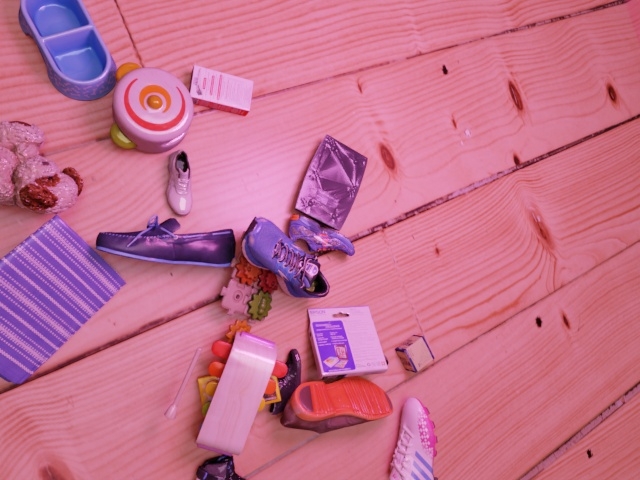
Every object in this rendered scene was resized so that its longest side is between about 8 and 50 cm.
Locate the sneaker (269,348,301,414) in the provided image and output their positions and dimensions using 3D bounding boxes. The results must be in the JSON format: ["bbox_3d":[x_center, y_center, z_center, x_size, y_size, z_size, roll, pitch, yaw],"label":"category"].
[{"bbox_3d":[-0.101,0.391,1.323,0.089,0.051,0.170,-1,88,-26],"label":"sneaker"}]

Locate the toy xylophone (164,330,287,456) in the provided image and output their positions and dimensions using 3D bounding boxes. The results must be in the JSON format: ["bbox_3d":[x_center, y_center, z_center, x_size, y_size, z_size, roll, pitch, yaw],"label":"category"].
[{"bbox_3d":[-0.239,0.382,1.203,0.236,0.081,0.322,30,86,-9],"label":"toy xylophone"}]

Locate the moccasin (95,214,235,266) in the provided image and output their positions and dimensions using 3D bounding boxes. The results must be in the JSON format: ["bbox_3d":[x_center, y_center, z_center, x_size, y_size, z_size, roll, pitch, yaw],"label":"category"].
[{"bbox_3d":[-0.385,-0.004,1.215,0.342,0.138,0.116,7,91,-35],"label":"moccasin"}]

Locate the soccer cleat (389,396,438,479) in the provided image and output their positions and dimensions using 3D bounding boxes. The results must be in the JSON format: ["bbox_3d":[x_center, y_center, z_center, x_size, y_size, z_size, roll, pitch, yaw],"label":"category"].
[{"bbox_3d":[0.269,0.643,1.416,0.143,0.116,0.330,-5,87,-23],"label":"soccer cleat"}]

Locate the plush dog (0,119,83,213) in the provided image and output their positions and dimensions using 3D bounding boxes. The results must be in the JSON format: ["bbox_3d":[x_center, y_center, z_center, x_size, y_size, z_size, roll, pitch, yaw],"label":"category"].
[{"bbox_3d":[-0.669,-0.131,1.073,0.226,0.262,0.210,23,109,-9],"label":"plush dog"}]

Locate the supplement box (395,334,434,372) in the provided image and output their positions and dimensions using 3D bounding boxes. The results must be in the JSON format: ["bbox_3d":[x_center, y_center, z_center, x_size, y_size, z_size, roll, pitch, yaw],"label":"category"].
[{"bbox_3d":[0.295,0.354,1.489,0.083,0.056,0.083,-31,97,-23],"label":"supplement box"}]

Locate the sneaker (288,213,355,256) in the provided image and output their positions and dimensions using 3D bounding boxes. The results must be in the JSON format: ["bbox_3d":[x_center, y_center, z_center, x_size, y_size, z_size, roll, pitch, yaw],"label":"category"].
[{"bbox_3d":[0.000,0.000,1.402,0.221,0.083,0.087,25,89,-13],"label":"sneaker"}]

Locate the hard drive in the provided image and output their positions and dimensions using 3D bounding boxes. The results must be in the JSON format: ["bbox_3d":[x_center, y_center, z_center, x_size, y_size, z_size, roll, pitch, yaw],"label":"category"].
[{"bbox_3d":[0.030,-0.171,1.435,0.172,0.054,0.254,26,75,-18],"label":"hard drive"}]

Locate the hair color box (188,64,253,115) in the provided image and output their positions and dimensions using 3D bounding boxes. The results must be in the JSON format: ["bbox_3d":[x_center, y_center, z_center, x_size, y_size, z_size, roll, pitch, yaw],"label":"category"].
[{"bbox_3d":[-0.280,-0.417,1.333,0.167,0.053,0.093,9,82,-23],"label":"hair color box"}]

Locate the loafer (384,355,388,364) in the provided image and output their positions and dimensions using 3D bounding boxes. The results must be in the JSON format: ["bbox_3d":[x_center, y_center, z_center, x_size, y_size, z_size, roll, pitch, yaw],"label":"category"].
[{"bbox_3d":[0.143,0.350,1.430,0.148,0.050,0.056,12,79,-22],"label":"loafer"}]

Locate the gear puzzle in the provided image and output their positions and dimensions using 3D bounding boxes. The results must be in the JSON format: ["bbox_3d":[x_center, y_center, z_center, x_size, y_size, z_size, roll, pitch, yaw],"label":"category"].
[{"bbox_3d":[-0.181,0.134,1.287,0.176,0.044,0.338,31,72,-43],"label":"gear puzzle"}]

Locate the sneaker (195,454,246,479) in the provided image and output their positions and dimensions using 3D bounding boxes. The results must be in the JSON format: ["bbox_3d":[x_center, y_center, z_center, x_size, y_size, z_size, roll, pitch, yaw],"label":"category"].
[{"bbox_3d":[-0.215,0.623,1.235,0.217,0.079,0.121,14,81,-19],"label":"sneaker"}]

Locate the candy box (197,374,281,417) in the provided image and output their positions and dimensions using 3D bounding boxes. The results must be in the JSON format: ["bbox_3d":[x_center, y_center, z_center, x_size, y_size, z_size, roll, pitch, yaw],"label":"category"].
[{"bbox_3d":[-0.215,0.395,1.265,0.206,0.027,0.105,-10,86,-9],"label":"candy box"}]

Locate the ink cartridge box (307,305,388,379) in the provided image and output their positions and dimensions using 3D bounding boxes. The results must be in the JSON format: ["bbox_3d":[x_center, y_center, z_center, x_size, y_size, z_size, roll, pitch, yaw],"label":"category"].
[{"bbox_3d":[0.073,0.293,1.386,0.207,0.045,0.208,1,54,-21],"label":"ink cartridge box"}]

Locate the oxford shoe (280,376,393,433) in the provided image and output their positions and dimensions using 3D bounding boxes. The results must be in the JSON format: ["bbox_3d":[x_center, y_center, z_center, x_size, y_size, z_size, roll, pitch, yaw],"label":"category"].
[{"bbox_3d":[0.050,0.475,1.359,0.364,0.132,0.129,14,37,-33],"label":"oxford shoe"}]

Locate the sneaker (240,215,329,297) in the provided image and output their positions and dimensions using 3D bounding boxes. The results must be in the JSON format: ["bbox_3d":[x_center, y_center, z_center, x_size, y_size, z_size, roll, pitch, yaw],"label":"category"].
[{"bbox_3d":[-0.075,0.050,1.253,0.330,0.147,0.129,47,60,-43],"label":"sneaker"}]

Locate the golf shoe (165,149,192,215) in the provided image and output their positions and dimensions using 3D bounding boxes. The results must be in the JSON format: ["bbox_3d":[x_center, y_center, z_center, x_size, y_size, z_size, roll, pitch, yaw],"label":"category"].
[{"bbox_3d":[-0.369,-0.154,1.251,0.069,0.086,0.176,-6,88,-25],"label":"golf shoe"}]

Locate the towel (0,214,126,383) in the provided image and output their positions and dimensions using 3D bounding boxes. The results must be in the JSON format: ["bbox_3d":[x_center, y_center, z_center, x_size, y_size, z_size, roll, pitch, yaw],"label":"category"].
[{"bbox_3d":[-0.650,0.138,1.085,0.336,0.040,0.243,-48,127,-21],"label":"towel"}]

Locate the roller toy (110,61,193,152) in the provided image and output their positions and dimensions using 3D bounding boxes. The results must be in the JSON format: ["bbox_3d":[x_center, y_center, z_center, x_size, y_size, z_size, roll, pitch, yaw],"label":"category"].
[{"bbox_3d":[-0.426,-0.333,1.212,0.191,0.146,0.209,6,82,-23],"label":"roller toy"}]

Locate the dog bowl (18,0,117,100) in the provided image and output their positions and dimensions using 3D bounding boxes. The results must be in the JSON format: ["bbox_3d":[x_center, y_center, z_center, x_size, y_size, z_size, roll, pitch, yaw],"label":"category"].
[{"bbox_3d":[-0.628,-0.501,1.186,0.166,0.074,0.297,-29,96,-23],"label":"dog bowl"}]
